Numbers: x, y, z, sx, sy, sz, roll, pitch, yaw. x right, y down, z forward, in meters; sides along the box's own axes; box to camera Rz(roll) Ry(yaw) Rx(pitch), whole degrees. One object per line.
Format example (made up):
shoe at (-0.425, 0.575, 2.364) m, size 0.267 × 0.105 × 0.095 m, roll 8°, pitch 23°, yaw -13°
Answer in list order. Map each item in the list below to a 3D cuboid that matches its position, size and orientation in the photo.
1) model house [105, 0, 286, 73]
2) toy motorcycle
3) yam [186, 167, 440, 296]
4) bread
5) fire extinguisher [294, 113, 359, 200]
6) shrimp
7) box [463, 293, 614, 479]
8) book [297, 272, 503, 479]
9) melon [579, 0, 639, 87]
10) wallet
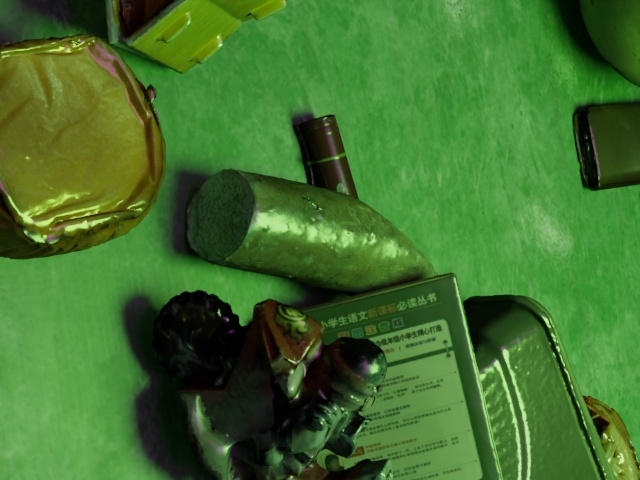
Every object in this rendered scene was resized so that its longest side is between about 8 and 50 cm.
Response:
model house at (-0.137, -0.332, 1.218) m, size 0.324 × 0.340 × 0.300 m, roll -66°, pitch 168°, yaw 2°
toy motorcycle at (-0.002, 0.216, 1.207) m, size 0.134 × 0.207 × 0.401 m, roll -51°, pitch 122°, yaw -68°
yam at (0.000, 0.000, 1.292) m, size 0.259 × 0.106 × 0.106 m, roll 13°, pitch 75°, yaw -38°
bread at (-0.234, -0.076, 1.107) m, size 0.199 × 0.104 × 0.199 m, roll 12°, pitch 72°, yaw -39°
fire extinguisher at (0.015, -0.064, 1.355) m, size 0.056 × 0.039 × 0.132 m, roll -17°, pitch 96°, yaw -7°
shrimp at (0.333, 0.247, 1.570) m, size 0.236 × 0.053 × 0.133 m, roll 48°, pitch 59°, yaw -28°
box at (0.191, 0.211, 1.407) m, size 0.178 × 0.138 × 0.274 m, roll -29°, pitch 100°, yaw -32°
book at (0.067, 0.183, 1.296) m, size 0.202 × 0.027 × 0.264 m, roll -14°, pitch 94°, yaw 0°
melon at (0.455, -0.339, 1.619) m, size 0.268 × 0.268 × 0.330 m, roll 24°, pitch 55°, yaw -35°
wallet at (0.409, -0.126, 1.700) m, size 0.198 × 0.031 × 0.110 m, roll -9°, pitch 89°, yaw -40°
